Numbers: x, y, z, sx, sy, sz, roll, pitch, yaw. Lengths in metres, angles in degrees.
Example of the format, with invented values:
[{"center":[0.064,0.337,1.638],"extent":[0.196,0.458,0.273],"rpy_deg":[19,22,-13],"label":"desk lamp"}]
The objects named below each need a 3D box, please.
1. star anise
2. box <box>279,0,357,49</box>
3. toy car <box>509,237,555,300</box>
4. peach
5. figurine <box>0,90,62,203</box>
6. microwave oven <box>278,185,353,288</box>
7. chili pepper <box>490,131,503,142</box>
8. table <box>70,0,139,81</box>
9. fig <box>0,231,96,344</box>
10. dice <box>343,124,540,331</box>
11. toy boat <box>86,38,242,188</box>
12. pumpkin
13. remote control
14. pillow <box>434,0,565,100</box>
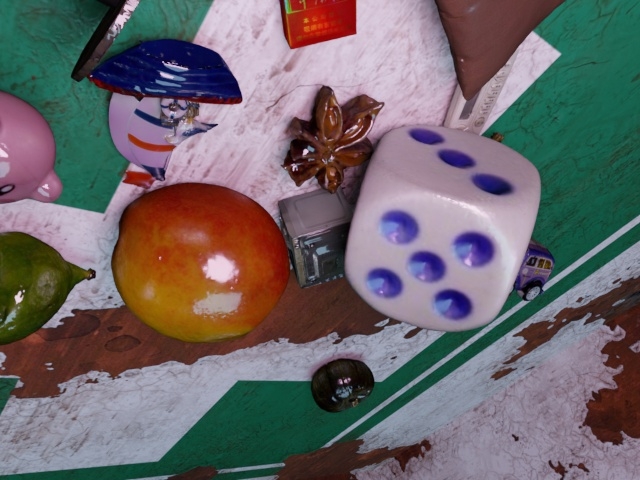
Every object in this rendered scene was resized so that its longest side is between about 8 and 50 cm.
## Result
[{"center":[0.023,-0.191,0.956],"extent":[0.214,0.099,0.220],"rpy_deg":[3,135,-50],"label":"star anise"},{"center":[-0.005,-0.372,0.739],"extent":[0.112,0.048,0.175],"rpy_deg":[-16,144,-6],"label":"box"},{"center":[0.551,0.060,1.494],"extent":[0.235,0.172,0.158],"rpy_deg":[8,119,-31],"label":"toy car"},{"center":[-0.224,0.037,0.964],"extent":[0.332,0.307,0.307],"rpy_deg":[26,130,-7],"label":"peach"},{"center":[-0.461,-0.129,0.728],"extent":[0.173,0.173,0.173],"rpy_deg":[-13,144,-10],"label":"figurine"},{"center":[0.000,0.000,1.157],"extent":[0.163,0.129,0.205],"rpy_deg":[-15,145,-6],"label":"microwave oven"},{"center":[0.262,-0.101,1.184],"extent":[0.110,0.110,0.387],"rpy_deg":[8,139,-33],"label":"chili pepper"},{"center":[-0.273,-0.361,0.505],"extent":[0.249,0.317,0.317],"rpy_deg":[33,120,-32],"label":"table"},{"center":[-0.544,0.086,0.974],"extent":[0.203,0.203,0.235],"rpy_deg":[-33,167,17],"label":"fig"},{"center":[0.227,-0.026,1.007],"extent":[0.304,0.277,0.304],"rpy_deg":[16,130,10],"label":"dice"},{"center":[-0.277,-0.202,0.830],"extent":[0.318,0.071,0.219],"rpy_deg":[-32,147,31],"label":"toy boat"},{"center":[0.080,0.525,1.852],"extent":[0.238,0.159,0.238],"rpy_deg":[-14,139,-13],"label":"pumpkin"},{"center":[0.300,-0.281,1.006],"extent":[0.090,0.049,0.230],"rpy_deg":[-8,143,-17],"label":"remote control"},{"center":[0.284,-0.405,0.747],"extent":[0.308,0.108,0.305],"rpy_deg":[-46,144,0],"label":"pillow"}]
